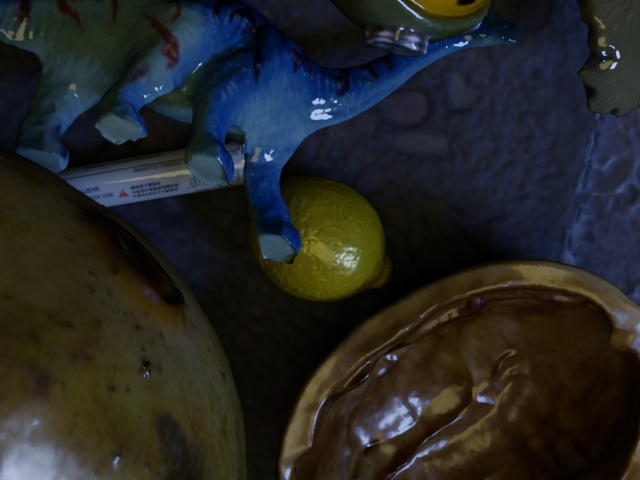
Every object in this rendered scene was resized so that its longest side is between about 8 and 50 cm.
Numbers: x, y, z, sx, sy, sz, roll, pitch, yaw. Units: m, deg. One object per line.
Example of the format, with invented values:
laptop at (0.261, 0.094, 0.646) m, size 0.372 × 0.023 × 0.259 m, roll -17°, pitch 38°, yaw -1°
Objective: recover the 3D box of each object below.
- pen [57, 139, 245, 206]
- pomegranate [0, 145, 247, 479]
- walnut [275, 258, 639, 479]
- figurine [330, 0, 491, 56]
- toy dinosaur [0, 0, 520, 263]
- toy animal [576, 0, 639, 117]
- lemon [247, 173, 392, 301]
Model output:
pen at (-0.124, -0.025, 0.735) m, size 0.204 × 0.025 × 0.025 m, roll -10°, pitch 106°, yaw -1°
pomegranate at (-0.165, 0.090, 0.636) m, size 0.281 × 0.281 × 0.281 m, roll -1°, pitch 106°, yaw -4°
walnut at (0.077, 0.095, 0.752) m, size 0.211 × 0.087 × 0.167 m, roll -35°, pitch 99°, yaw 3°
figurine at (0.002, -0.169, 0.646) m, size 0.250 × 0.166 × 0.141 m, roll 18°, pitch 118°, yaw 20°
toy dinosaur at (-0.065, -0.075, 0.683) m, size 0.329 × 0.076 × 0.144 m, roll 8°, pitch 62°, yaw -5°
toy animal at (0.190, -0.144, 0.693) m, size 0.214 × 0.094 × 0.186 m, roll 19°, pitch 111°, yaw -18°
lemon at (0.000, 0.000, 0.732) m, size 0.083 × 0.062 × 0.062 m, roll 30°, pitch 101°, yaw -12°
